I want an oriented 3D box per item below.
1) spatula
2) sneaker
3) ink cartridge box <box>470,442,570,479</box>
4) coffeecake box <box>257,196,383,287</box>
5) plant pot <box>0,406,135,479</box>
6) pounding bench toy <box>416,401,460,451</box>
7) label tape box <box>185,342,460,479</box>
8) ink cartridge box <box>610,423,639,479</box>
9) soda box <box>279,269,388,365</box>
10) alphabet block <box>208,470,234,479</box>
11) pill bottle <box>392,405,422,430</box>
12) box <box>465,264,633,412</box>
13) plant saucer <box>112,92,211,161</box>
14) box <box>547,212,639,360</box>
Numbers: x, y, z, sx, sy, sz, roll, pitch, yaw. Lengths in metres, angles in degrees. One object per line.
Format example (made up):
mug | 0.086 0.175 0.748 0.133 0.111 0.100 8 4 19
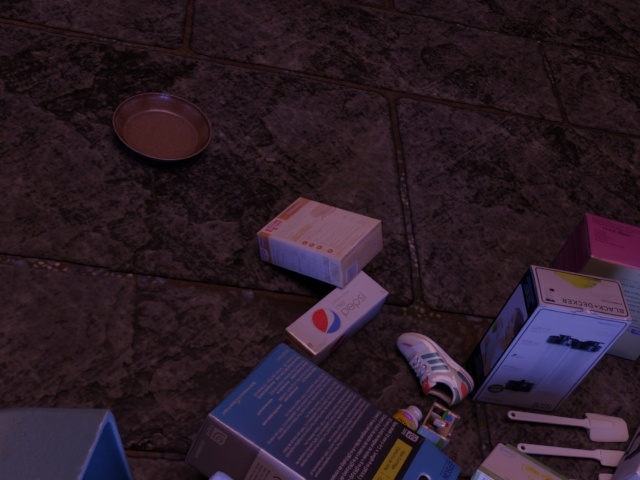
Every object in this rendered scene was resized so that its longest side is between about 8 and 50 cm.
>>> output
spatula | 0.443 0.370 1.577 0.242 0.019 0.168 8 53 -11
sneaker | 0.191 0.228 1.586 0.161 0.057 0.075 40 43 13
ink cartridge box | 0.343 0.380 1.406 0.171 0.056 0.235 29 22 21
coffeecake box | 0.000 0.000 1.674 0.186 0.068 0.142 18 41 30
plant pot | -0.403 0.360 1.143 0.252 0.247 0.247 7 46 9
pounding bench toy | 0.200 0.304 1.502 0.052 0.083 0.065 30 47 9
label tape box | 0.012 0.332 1.349 0.348 0.115 0.249 34 28 10
ink cartridge box | 0.619 0.397 1.544 0.172 0.100 0.237 40 48 10
soda box | 0.024 0.143 1.597 0.074 0.069 0.216 39 49 17
alphabet block | -0.130 0.455 1.158 0.192 0.197 0.193 36 47 5
pill bottle | 0.133 0.310 1.501 0.043 0.043 0.083 41 49 18
box | 0.382 0.175 1.540 0.169 0.290 0.087 9 47 -10
plant saucer | -0.322 -0.222 1.829 0.199 0.036 0.198 10 46 -11
box | 0.551 0.091 1.707 0.214 0.243 0.117 15 46 -5
